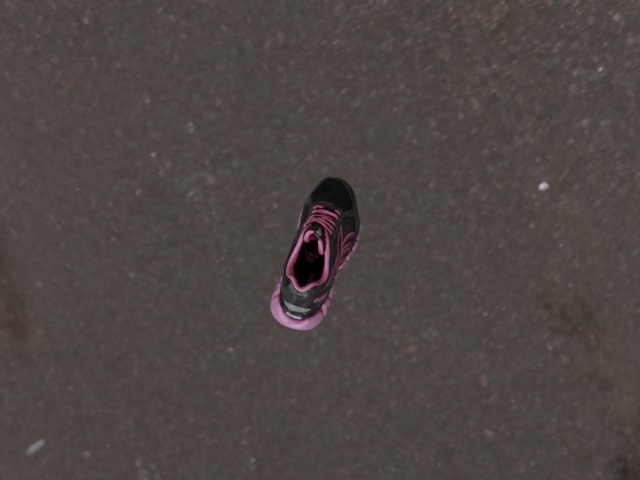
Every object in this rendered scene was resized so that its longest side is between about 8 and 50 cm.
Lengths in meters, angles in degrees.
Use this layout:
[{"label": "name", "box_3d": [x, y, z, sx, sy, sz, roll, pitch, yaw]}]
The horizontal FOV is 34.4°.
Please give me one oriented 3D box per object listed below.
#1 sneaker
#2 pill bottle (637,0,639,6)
[{"label": "sneaker", "box_3d": [0.000, 0.000, 0.702, 0.047, 0.119, 0.057, 13, 148, 6]}, {"label": "pill bottle", "box_3d": [0.263, -0.188, 0.680, 0.119, 0.208, 0.119, -11, 68, 29]}]
